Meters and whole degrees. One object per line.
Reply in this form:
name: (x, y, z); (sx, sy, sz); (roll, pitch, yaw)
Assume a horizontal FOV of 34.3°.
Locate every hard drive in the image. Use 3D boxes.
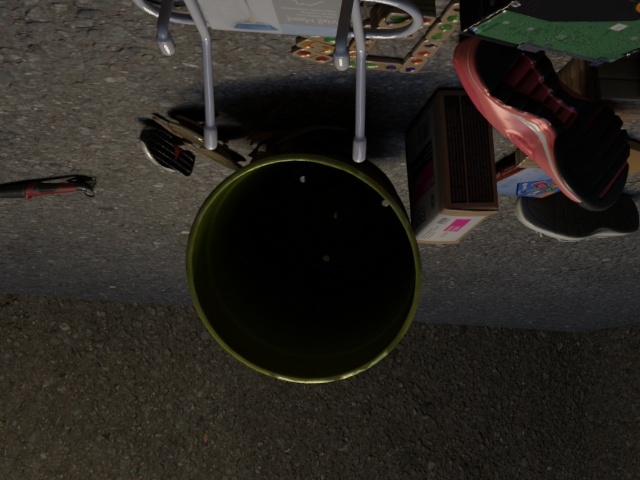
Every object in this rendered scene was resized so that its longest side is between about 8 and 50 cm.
hard drive: (0.345, -0.291, 1.141); (0.237, 0.064, 0.339); (7, 165, -29)

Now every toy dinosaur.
toy dinosaur: (-0.064, -0.170, 1.741); (0.112, 0.064, 0.211); (-19, 179, -33)

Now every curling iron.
curling iron: (-0.567, -0.096, 2.067); (0.274, 0.035, 0.068); (-4, 167, 15)

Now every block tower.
block tower: (0.382, -0.194, 1.522); (0.097, 0.090, 0.335); (1, 167, -11)

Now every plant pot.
plant pot: (0.000, 0.000, 1.742); (0.367, 0.366, 0.353); (-3, -164, 11)

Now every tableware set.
tableware set: (-0.180, -0.166, 1.723); (0.128, 0.039, 0.194); (24, 174, 27)

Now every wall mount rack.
wall mount rack: (-0.056, -0.211, 1.253); (0.350, 0.130, 0.304); (6, 166, 8)

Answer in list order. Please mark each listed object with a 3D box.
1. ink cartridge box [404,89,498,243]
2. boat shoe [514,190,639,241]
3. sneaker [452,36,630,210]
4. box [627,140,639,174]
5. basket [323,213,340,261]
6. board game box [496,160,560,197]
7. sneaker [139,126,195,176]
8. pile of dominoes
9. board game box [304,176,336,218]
ink cartridge box: (0.204, -0.111, 1.654); (0.088, 0.193, 0.234); (0, 167, -9)
boat shoe: (0.518, -0.049, 2.143); (0.321, 0.118, 0.103); (-1, 165, -33)
sneaker: (0.297, -0.169, 1.400); (0.314, 0.116, 0.136); (45, 174, -20)
box: (0.521, -0.149, 1.892); (0.201, 0.021, 0.164); (10, 164, -38)
basket: (0.024, 0.026, 2.185); (0.205, 0.154, 0.227); (-4, -167, -9)
board game box: (0.411, -0.123, 1.897); (0.145, 0.027, 0.281); (6, 169, -17)
sneaker: (-0.280, -0.152, 1.767); (0.075, 0.057, 0.161); (12, 171, 24)
pile of dominoes: (0.072, -0.257, 1.341); (0.196, 0.040, 0.251); (2, 167, -13)
board game box: (0.001, -0.083, 2.013); (0.043, 0.092, 0.181); (-2, 168, 7)
